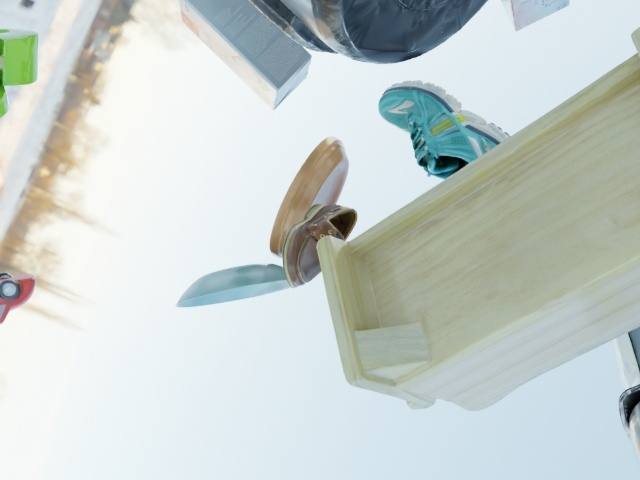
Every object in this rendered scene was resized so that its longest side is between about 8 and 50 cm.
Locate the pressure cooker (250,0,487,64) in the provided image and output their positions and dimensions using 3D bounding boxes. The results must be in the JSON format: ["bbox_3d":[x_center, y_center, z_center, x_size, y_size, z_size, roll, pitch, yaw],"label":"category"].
[{"bbox_3d":[0.018,-0.462,1.254,0.376,0.420,0.369,-34,150,-24],"label":"pressure cooker"}]

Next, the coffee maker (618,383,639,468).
[{"bbox_3d":[0.327,0.172,0.798,0.171,0.120,0.178,-50,-168,26],"label":"coffee maker"}]

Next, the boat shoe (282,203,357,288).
[{"bbox_3d":[0.000,0.000,1.330,0.060,0.064,0.178,-8,-155,25],"label":"boat shoe"}]

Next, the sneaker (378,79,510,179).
[{"bbox_3d":[0.181,-0.154,1.543,0.110,0.107,0.275,-41,-127,-17],"label":"sneaker"}]

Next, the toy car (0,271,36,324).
[{"bbox_3d":[-0.451,0.081,1.078,0.225,0.239,0.053,0,-79,34],"label":"toy car"}]

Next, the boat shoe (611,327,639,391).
[{"bbox_3d":[0.453,0.065,1.455,0.116,0.099,0.319,57,26,-70],"label":"boat shoe"}]

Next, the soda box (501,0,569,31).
[{"bbox_3d":[0.195,-0.249,0.947,0.063,0.058,0.183,-25,176,11],"label":"soda box"}]

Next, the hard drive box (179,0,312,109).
[{"bbox_3d":[-0.130,-0.350,1.763,0.089,0.232,0.181,-45,180,-6],"label":"hard drive box"}]

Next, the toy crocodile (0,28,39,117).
[{"bbox_3d":[-0.460,-0.172,1.133,0.105,0.341,0.115,31,-43,37],"label":"toy crocodile"}]

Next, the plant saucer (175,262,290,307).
[{"bbox_3d":[-0.120,0.062,1.490,0.195,0.195,0.037,-28,-107,63],"label":"plant saucer"}]

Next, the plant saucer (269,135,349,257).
[{"bbox_3d":[-0.011,-0.058,1.510,0.200,0.037,0.200,-57,167,-22],"label":"plant saucer"}]

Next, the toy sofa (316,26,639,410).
[{"bbox_3d":[0.187,0.002,0.854,0.363,0.177,0.150,-34,-126,31],"label":"toy sofa"}]
